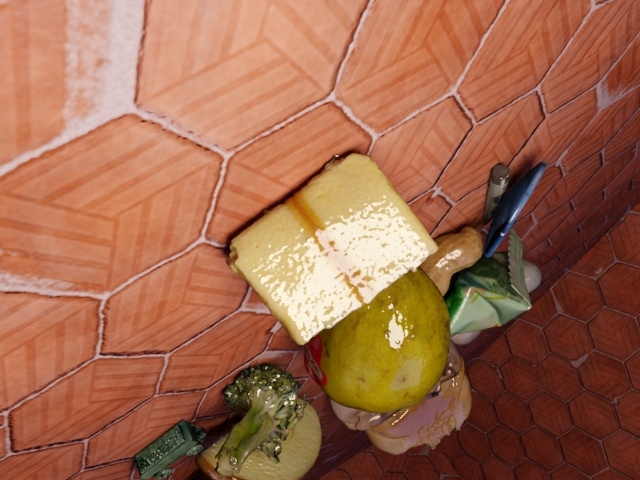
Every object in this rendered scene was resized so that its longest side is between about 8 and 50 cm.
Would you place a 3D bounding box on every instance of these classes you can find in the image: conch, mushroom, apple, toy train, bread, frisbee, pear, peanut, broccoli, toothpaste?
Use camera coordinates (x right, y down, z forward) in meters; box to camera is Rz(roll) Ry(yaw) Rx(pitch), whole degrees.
[{"bbox_3d":[0.680,0.156,1.862,0.185,0.121,0.221,-11,150,-48],"label":"conch"},{"bbox_3d":[0.222,0.444,1.701,0.397,0.224,0.314,-42,165,33],"label":"mushroom"},{"bbox_3d":[-0.153,0.526,1.337,0.254,0.179,0.346,-9,-173,37],"label":"apple"},{"bbox_3d":[-0.342,0.474,1.183,0.172,0.070,0.099,-37,147,1],"label":"toy train"},{"bbox_3d":[0.000,0.000,0.831,0.263,0.198,0.236,-35,-173,-2],"label":"bread"},{"bbox_3d":[0.420,-0.072,1.163,0.242,0.045,0.242,-53,163,-23],"label":"frisbee"},{"bbox_3d":[0.116,0.169,1.035,0.287,0.287,0.375,-16,125,-37],"label":"pear"},{"bbox_3d":[0.267,0.067,1.223,0.263,0.117,0.101,-43,176,1],"label":"peanut"},{"bbox_3d":[-0.144,0.410,1.128,0.275,0.177,0.198,-67,158,-50],"label":"broccoli"},{"bbox_3d":[0.401,-0.101,1.201,0.062,0.039,0.239,-46,157,-7],"label":"toothpaste"},{"bbox_3d":[0.339,0.573,1.881,0.424,0.329,0.245,-26,152,-9],"label":"bread"}]

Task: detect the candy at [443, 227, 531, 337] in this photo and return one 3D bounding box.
[{"bbox_3d":[0.337,0.162,1.302,0.398,0.172,0.263,-33,-168,27],"label":"candy"}]

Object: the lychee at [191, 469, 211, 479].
[{"bbox_3d":[-0.287,0.775,1.537,0.236,0.236,0.271,51,53,-64],"label":"lychee"}]

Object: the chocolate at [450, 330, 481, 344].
[{"bbox_3d":[0.472,0.276,1.773,0.221,0.147,0.221,-33,155,-18],"label":"chocolate"}]
